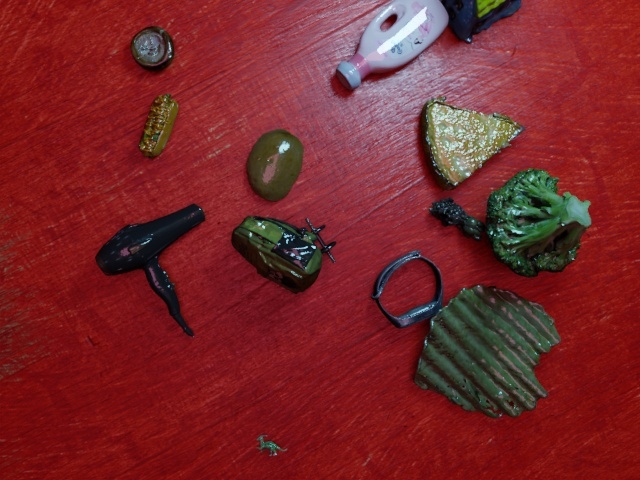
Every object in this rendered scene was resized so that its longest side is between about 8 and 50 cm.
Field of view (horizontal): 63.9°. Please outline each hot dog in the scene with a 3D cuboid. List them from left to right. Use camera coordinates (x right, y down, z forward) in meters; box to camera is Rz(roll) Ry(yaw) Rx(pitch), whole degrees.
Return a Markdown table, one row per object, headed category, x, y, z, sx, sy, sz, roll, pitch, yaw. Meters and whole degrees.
| category | x | y | z | sx | sy | sz | roll | pitch | yaw |
| --- | --- | --- | --- | --- | --- | --- | --- | --- | --- |
| hot dog | -0.442 | -0.315 | 1.399 | 0.072 | 0.055 | 0.188 | 19 | 91 | -3 |

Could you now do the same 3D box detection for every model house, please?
| category | x | y | z | sx | sy | sz | roll | pitch | yaw |
| --- | --- | --- | --- | --- | --- | --- | --- | --- | --- |
| model house | 0.440 | -0.711 | 1.340 | 0.237 | 0.303 | 0.215 | -35 | 87 | -2 |

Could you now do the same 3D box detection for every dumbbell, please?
| category | x | y | z | sx | sy | sz | roll | pitch | yaw |
| --- | --- | --- | --- | --- | --- | --- | --- | --- | --- |
| dumbbell | 0.000 | 0.000 | 1.433 | 0.069 | 0.069 | 0.147 | -34 | 94 | -3 |

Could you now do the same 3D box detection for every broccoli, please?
| category | x | y | z | sx | sy | sz | roll | pitch | yaw |
| --- | --- | --- | --- | --- | --- | --- | --- | --- | --- |
| broccoli | 0.587 | -0.051 | 1.385 | 0.308 | 0.275 | 0.307 | 7 | 69 | -19 |

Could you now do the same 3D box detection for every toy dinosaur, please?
| category | x | y | z | sx | sy | sz | roll | pitch | yaw |
| --- | --- | --- | --- | --- | --- | --- | --- | --- | --- |
| toy dinosaur | -0.142 | 0.581 | 1.464 | 0.083 | 0.021 | 0.062 | -19 | 80 | -2 |

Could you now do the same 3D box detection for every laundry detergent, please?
| category | x | y | z | sx | sy | sz | roll | pitch | yaw |
| --- | --- | --- | --- | --- | --- | --- | --- | --- | --- |
| laundry detergent | 0.189 | -0.550 | 1.422 | 0.335 | 0.088 | 0.159 | -39 | 89 | -2 |

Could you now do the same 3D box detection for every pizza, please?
| category | x | y | z | sx | sy | sz | roll | pitch | yaw |
| --- | --- | --- | --- | --- | --- | --- | --- | --- | --- |
| pizza | 0.400 | -0.311 | 1.451 | 0.288 | 0.074 | 0.251 | -36 | 94 | -3 |

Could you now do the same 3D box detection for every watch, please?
| category | x | y | z | sx | sy | sz | roll | pitch | yaw |
| --- | --- | --- | --- | --- | --- | --- | --- | --- | --- |
| watch | 0.246 | 0.140 | 1.458 | 0.206 | 0.068 | 0.192 | -21 | 90 | -7 |

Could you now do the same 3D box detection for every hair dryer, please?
| category | x | y | z | sx | sy | sz | roll | pitch | yaw |
| --- | --- | --- | --- | --- | --- | --- | --- | --- | --- |
| hair dryer | -0.405 | 0.098 | 1.413 | 0.304 | 0.120 | 0.359 | -29 | 104 | -17 |

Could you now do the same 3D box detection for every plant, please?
| category | x | y | z | sx | sy | sz | roll | pitch | yaw |
| --- | --- | --- | --- | --- | --- | --- | --- | --- | --- |
| plant | 0.393 | -0.062 | 1.460 | 0.174 | 0.087 | 0.085 | 32 | 119 | 0 |

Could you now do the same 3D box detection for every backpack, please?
| category | x | y | z | sx | sy | sz | roll | pitch | yaw |
| --- | --- | --- | --- | --- | --- | --- | --- | --- | --- |
| backpack | -0.113 | 0.026 | 1.363 | 0.253 | 0.207 | 0.140 | 30 | 67 | 4 |

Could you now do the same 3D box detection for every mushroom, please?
| category | x | y | z | sx | sy | sz | roll | pitch | yaw |
| --- | --- | --- | --- | --- | --- | --- | --- | --- | --- |
| mushroom | -0.454 | -0.519 | 1.394 | 0.123 | 0.052 | 0.123 | 0 | 85 | -1 |

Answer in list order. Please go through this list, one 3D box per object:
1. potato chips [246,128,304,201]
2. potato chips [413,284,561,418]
| category | x | y | z | sx | sy | sz | roll | pitch | yaw |
| --- | --- | --- | --- | --- | --- | --- | --- | --- | --- |
| potato chips | -0.127 | -0.214 | 1.429 | 0.150 | 0.049 | 0.201 | 28 | 83 | -10 |
| potato chips | 0.470 | 0.314 | 1.463 | 0.389 | 0.097 | 0.373 | 20 | 89 | -6 |
